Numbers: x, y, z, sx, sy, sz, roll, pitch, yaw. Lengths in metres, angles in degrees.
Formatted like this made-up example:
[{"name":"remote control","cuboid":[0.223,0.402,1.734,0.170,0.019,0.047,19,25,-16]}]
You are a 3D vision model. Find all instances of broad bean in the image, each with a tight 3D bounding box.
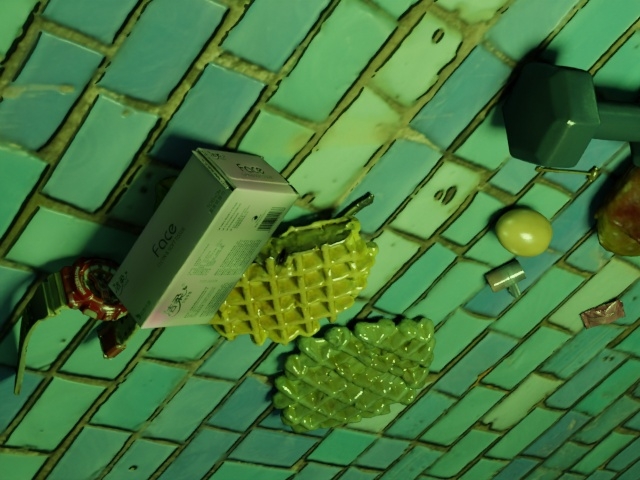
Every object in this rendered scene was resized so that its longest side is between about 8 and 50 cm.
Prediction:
[{"name":"broad bean","cuboid":[0.549,-0.061,1.705,0.156,0.122,0.228,4,129,-32]}]

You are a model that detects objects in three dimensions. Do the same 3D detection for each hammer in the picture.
[{"name":"hammer","cuboid":[0.398,-0.111,1.661,0.123,0.014,0.029,3,124,-25]}]

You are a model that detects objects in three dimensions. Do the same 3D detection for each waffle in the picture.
[{"name":"waffle","cuboid":[0.064,0.246,1.846,0.309,0.056,0.292,-8,137,-20]},{"name":"waffle","cuboid":[-0.064,0.064,1.562,0.283,0.065,0.309,23,123,-34]}]

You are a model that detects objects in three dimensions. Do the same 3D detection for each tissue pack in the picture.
[{"name":"tissue pack","cuboid":[-0.161,-0.001,1.391,0.246,0.092,0.148,-53,153,20]}]

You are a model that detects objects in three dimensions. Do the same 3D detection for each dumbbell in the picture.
[{"name":"dumbbell","cuboid":[0.429,-0.176,1.506,0.324,0.144,0.160,1,135,-26]}]

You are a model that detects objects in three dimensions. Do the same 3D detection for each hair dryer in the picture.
[{"name":"hair dryer","cuboid":[0.335,0.080,1.822,0.063,0.037,0.114,-27,147,5]}]

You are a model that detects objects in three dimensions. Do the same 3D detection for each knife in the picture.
[{"name":"knife","cuboid":[0.003,0.003,1.582,0.222,0.021,0.045,-37,135,15]}]

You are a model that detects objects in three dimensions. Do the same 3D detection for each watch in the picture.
[{"name":"watch","cuboid":[-0.356,0.134,1.505,0.164,0.102,0.268,-1,142,-27]}]

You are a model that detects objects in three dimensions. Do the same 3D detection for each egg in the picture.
[{"name":"egg","cuboid":[0.330,-0.015,1.679,0.096,0.080,0.080,25,121,-26]}]

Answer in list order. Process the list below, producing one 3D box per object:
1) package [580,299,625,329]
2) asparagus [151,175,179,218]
[{"name":"package","cuboid":[0.550,0.145,1.998,0.083,0.029,0.059,-22,137,10]},{"name":"asparagus","cuboid":[-0.220,-0.016,1.439,0.045,0.041,0.178,-40,158,-46]}]
